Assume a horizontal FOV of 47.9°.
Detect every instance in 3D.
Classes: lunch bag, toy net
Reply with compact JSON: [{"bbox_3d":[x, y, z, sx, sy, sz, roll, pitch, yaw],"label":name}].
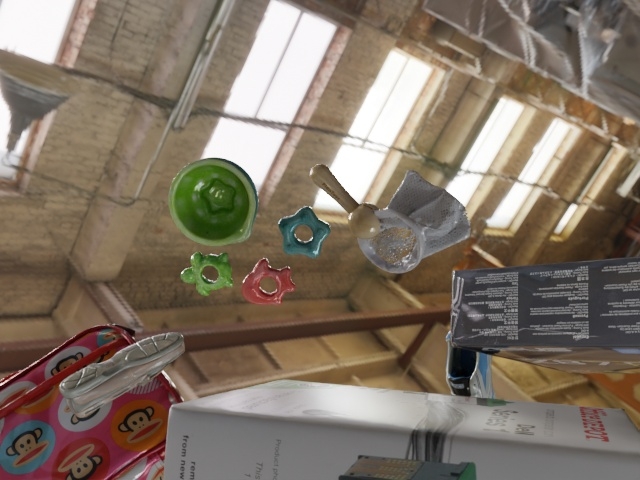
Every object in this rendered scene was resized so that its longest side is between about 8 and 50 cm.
[{"bbox_3d":[-0.309,0.238,0.842,0.293,0.120,0.258,-34,-130,-21],"label":"lunch bag"},{"bbox_3d":[0.000,0.000,0.562,0.232,0.122,0.045,4,-168,5],"label":"toy net"}]

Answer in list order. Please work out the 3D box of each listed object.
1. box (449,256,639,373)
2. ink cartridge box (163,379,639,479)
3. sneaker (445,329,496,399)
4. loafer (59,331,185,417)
[{"bbox_3d":[0.385,0.085,0.754,0.394,0.097,0.318,-7,161,39],"label":"box"},{"bbox_3d":[0.053,0.131,0.376,0.219,0.093,0.160,1,174,18],"label":"ink cartridge box"},{"bbox_3d":[0.243,0.250,1.165,0.086,0.237,0.085,-12,-176,-37],"label":"sneaker"},{"bbox_3d":[-0.191,0.132,0.711,0.125,0.039,0.045,-23,-156,-19],"label":"loafer"}]
